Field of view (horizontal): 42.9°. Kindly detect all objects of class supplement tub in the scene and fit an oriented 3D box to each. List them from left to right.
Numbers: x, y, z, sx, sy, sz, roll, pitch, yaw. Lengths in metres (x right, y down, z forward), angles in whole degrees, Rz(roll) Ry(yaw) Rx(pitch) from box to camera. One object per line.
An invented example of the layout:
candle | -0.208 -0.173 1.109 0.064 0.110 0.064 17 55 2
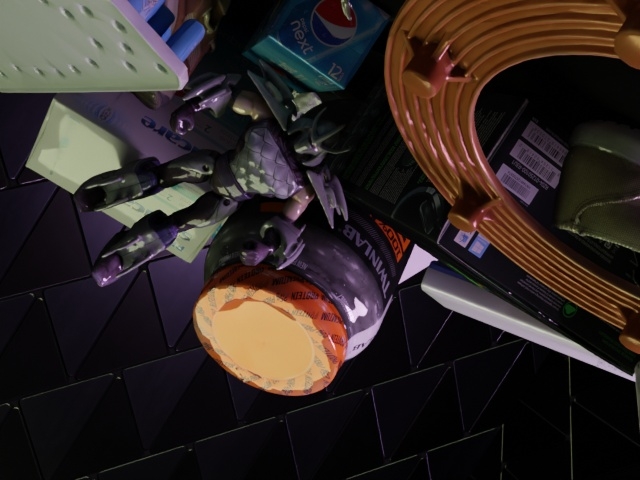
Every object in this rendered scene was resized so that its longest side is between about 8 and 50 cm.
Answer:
supplement tub | 0.000 0.000 0.944 0.207 0.207 0.338 32 -134 -4

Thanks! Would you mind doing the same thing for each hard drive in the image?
hard drive | 0.297 0.112 1.022 0.319 0.040 0.210 21 176 20

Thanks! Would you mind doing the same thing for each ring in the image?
ring | 0.170 -0.012 0.425 0.336 0.032 0.336 33 163 11

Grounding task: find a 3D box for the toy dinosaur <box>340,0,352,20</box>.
toy dinosaur | 0.024 -0.171 0.447 0.082 0.047 0.090 52 164 58

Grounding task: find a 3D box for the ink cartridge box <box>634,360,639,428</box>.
ink cartridge box | 0.415 0.178 0.707 0.201 0.117 0.278 -12 155 32

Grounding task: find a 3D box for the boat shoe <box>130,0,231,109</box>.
boat shoe | -0.141 -0.232 0.725 0.123 0.116 0.324 47 163 -1

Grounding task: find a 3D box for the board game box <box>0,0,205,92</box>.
board game box | -0.315 -0.269 0.629 0.390 0.050 0.390 11 152 48

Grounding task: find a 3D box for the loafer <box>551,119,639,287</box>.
loafer | 0.259 0.016 0.558 0.251 0.087 0.094 32 -178 -5

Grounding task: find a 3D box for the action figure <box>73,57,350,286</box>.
action figure | -0.096 -0.051 0.755 0.185 0.285 0.099 67 -152 -7

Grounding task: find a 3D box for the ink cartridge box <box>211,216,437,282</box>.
ink cartridge box | -0.008 -0.055 1.490 0.395 0.285 0.166 34 142 40

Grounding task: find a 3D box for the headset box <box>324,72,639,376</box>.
headset box | 0.160 -0.029 0.763 0.246 0.131 0.283 32 -178 -26

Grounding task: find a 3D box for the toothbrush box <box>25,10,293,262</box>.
toothbrush box | -0.171 -0.154 0.969 0.216 0.126 0.295 33 -134 -11

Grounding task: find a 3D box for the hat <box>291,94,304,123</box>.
hat | -0.039 -0.243 1.400 0.173 0.183 0.208 37 -139 -23

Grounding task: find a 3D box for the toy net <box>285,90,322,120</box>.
toy net | -0.088 -0.228 1.233 0.232 0.045 0.122 37 155 26

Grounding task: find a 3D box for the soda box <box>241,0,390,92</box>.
soda box | -0.012 -0.173 0.694 0.071 0.067 0.210 32 -179 -14
